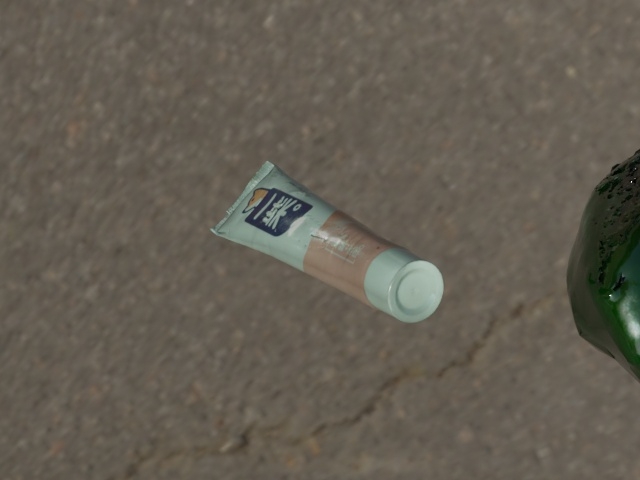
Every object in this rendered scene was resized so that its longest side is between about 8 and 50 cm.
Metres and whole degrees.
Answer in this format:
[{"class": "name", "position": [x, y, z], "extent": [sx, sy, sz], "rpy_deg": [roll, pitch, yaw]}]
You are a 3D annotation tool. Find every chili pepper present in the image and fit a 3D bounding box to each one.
[{"class": "chili pepper", "position": [0.239, 0.005, 1.099], "extent": [0.174, 0.165, 0.261], "rpy_deg": [31, 35, -9]}]

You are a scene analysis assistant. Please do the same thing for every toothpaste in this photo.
[{"class": "toothpaste", "position": [0.000, 0.000, 1.037], "extent": [0.056, 0.205, 0.036], "rpy_deg": [-48, 122, -8]}]
